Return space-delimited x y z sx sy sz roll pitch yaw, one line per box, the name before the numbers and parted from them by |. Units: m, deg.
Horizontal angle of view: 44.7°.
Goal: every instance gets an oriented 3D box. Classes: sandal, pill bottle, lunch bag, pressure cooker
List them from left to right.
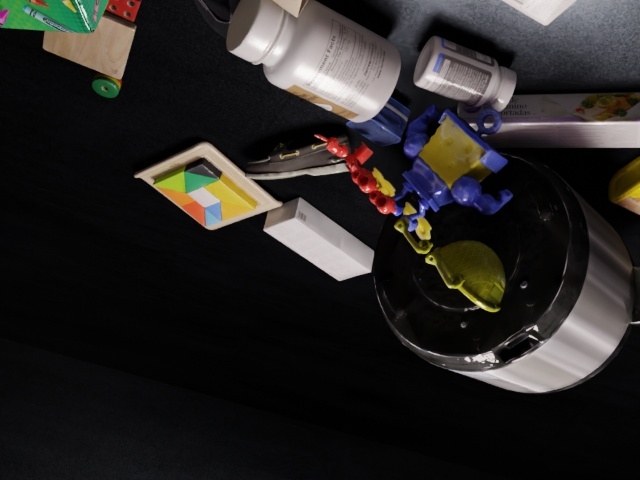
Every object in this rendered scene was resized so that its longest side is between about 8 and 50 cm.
sandal | -0.152 -0.370 1.094 0.097 0.054 0.254 2 149 17
pill bottle | -0.011 -0.269 1.114 0.229 0.131 0.131 20 150 -29
lunch bag | 0.093 -0.207 1.277 0.098 0.065 0.067 29 161 -29
pill bottle | 0.215 -0.244 1.156 0.137 0.078 0.078 19 149 -11
pressure cooker | 0.332 0.074 1.342 0.375 0.370 0.420 -47 141 15

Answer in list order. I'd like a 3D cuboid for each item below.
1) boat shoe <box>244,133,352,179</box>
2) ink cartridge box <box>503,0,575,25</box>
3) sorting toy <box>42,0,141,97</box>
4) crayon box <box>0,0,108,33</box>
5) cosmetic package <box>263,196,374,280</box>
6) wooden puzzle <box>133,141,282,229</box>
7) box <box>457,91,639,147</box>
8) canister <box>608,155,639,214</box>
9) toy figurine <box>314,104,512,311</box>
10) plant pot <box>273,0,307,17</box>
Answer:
boat shoe | -0.042 -0.150 1.422 0.228 0.068 0.081 -3 -173 31
ink cartridge box | 0.228 -0.372 0.932 0.231 0.078 0.134 24 147 -20
sorting toy | -0.360 -0.338 1.230 0.132 0.046 0.274 20 150 -14
crayon box | -0.311 -0.373 0.920 0.165 0.278 0.081 6 149 10
cosmetic package | 0.000 0.000 1.666 0.099 0.060 0.239 -20 137 39
wooden puzzle | -0.231 -0.099 1.596 0.221 0.044 0.239 -17 140 39
box | 0.378 -0.186 1.212 0.324 0.063 0.067 1 147 17
canister | 0.592 -0.078 1.313 0.170 0.073 0.126 22 148 -14
toy figurine | 0.190 -0.100 1.125 0.217 0.362 0.191 -45 144 9
plant pot | -0.044 -0.376 1.003 0.096 0.109 0.109 24 150 0
